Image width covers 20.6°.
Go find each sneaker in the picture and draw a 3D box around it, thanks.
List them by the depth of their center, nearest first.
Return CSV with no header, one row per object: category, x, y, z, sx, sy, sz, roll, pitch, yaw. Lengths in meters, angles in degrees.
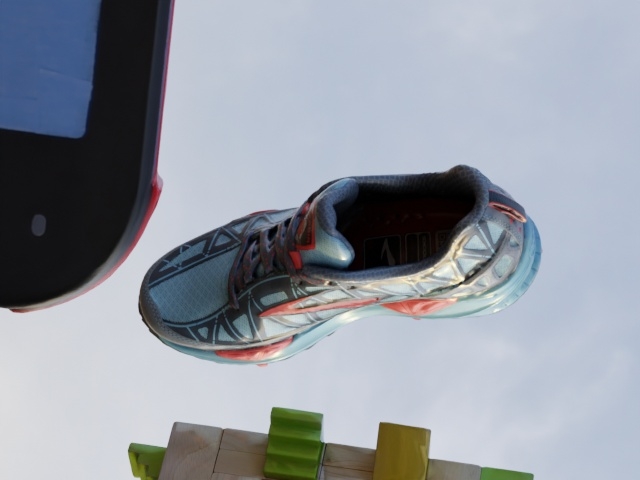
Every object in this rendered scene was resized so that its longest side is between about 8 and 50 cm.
sneaker,0.000,0.000,1.097,0.125,0.261,0.104,55,25,-62

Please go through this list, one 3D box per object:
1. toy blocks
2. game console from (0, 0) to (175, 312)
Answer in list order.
toy blocks,-0.017,0.313,1.560,0.191,0.381,0.261,88,12,-51
game console,-0.220,-0.175,0.763,0.060,0.341,0.387,-54,151,-81
